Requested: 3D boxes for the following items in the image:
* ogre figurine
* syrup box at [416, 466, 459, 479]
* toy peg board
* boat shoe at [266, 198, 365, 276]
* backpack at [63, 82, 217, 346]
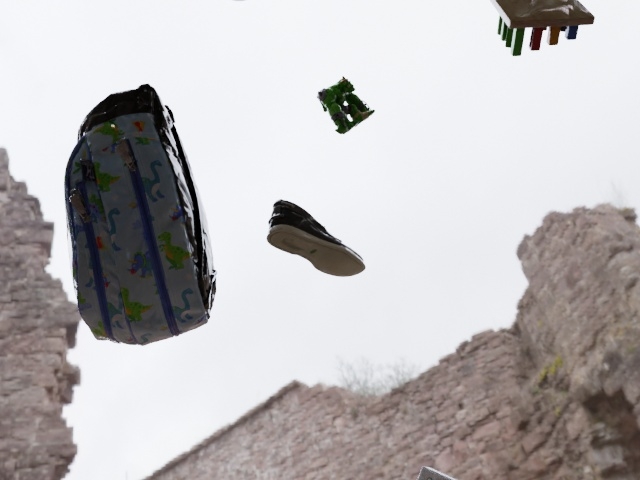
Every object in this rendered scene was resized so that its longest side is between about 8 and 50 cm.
[{"bbox_3d":[0.053,-0.321,1.689,0.118,0.197,0.097,52,-40,-4],"label":"ogre figurine"},{"bbox_3d":[0.172,0.486,1.099,0.093,0.237,0.096,13,-17,40],"label":"syrup box"},{"bbox_3d":[0.428,-0.429,1.399,0.160,0.161,0.079,-3,-51,-2],"label":"toy peg board"},{"bbox_3d":[0.000,0.000,1.284,0.084,0.079,0.233,-29,-42,33],"label":"boat shoe"},{"bbox_3d":[-0.280,-0.010,1.110,0.273,0.355,0.290,-26,-21,-21],"label":"backpack"}]
